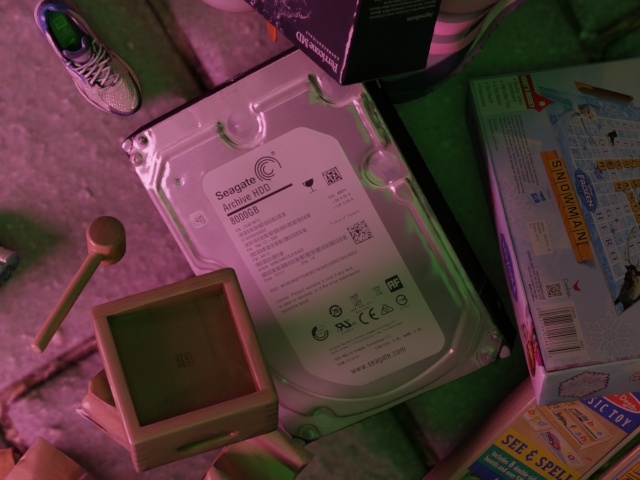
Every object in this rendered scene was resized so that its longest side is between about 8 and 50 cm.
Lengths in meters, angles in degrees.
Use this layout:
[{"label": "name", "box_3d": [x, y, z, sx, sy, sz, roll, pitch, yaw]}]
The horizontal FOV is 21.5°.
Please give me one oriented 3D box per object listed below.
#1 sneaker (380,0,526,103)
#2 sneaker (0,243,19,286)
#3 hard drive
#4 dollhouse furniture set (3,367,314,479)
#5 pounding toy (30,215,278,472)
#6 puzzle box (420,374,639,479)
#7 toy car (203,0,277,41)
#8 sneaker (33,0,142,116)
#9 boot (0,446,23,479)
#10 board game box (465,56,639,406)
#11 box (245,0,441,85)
[{"label": "sneaker", "box_3d": [0.102, -0.230, 1.448, 0.131, 0.319, 0.112, 11, 56, -32]}, {"label": "sneaker", "box_3d": [-0.363, 0.043, 1.563, 0.166, 0.065, 0.076, -38, 84, -2]}, {"label": "hard drive", "box_3d": [0.000, 0.000, 1.544, 0.237, 0.064, 0.339, -25, 101, 19]}, {"label": "dollhouse furniture set", "box_3d": [-0.138, 0.351, 1.536, 0.394, 0.256, 0.362, 36, 70, 3]}, {"label": "pounding toy", "box_3d": [-0.153, 0.085, 1.437, 0.181, 0.094, 0.206, -16, 67, -9]}, {"label": "puzzle box", "box_3d": [0.328, 0.277, 1.597, 0.409, 0.052, 0.272, 34, 123, -9]}, {"label": "toy car", "box_3d": [-0.081, -0.276, 1.469, 0.219, 0.210, 0.238, -30, 113, -1]}, {"label": "sneaker", "box_3d": [-0.215, -0.166, 1.536, 0.052, 0.058, 0.135, -41, 101, 2]}, {"label": "boot", "box_3d": [-0.375, 0.349, 1.590, 0.269, 0.089, 0.236, -20, 101, -3]}, {"label": "board game box", "box_3d": [0.316, -0.025, 1.508, 0.318, 0.066, 0.318, -7, 58, -3]}, {"label": "box", "box_3d": [0.022, -0.235, 1.367, 0.093, 0.156, 0.158, -16, 134, -33]}]
